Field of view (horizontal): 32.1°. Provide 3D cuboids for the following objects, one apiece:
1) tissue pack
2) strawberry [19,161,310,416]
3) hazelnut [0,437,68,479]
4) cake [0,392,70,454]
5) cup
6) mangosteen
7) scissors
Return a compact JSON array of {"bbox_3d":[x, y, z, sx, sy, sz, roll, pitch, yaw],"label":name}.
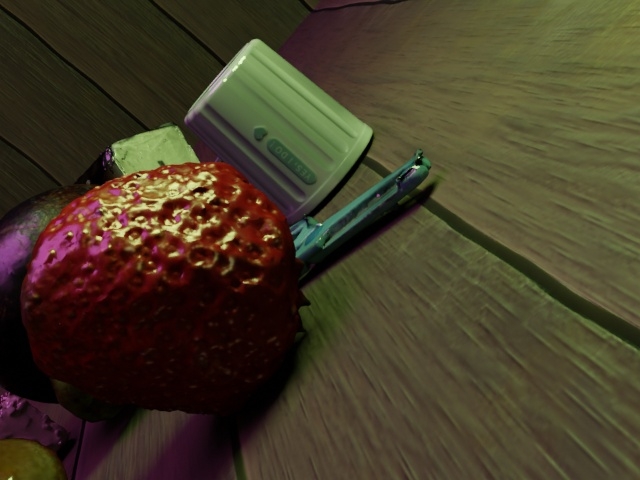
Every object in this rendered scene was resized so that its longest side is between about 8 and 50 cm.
[{"bbox_3d":[-0.352,-0.018,1.931,0.370,0.210,0.198,-38,-11,38],"label":"tissue pack"},{"bbox_3d":[-0.157,0.053,1.071,0.277,0.257,0.257,-7,-14,-34],"label":"strawberry"},{"bbox_3d":[-0.382,0.332,1.270,0.186,0.210,0.210,16,64,50],"label":"hazelnut"},{"bbox_3d":[-0.464,0.309,1.651,0.135,0.134,0.147,-58,9,-27],"label":"cake"},{"bbox_3d":[-0.074,-0.125,1.447,0.221,0.202,0.167,-52,11,-14],"label":"cup"},{"bbox_3d":[-0.324,0.084,1.510,0.330,0.330,0.330,-46,14,15],"label":"mangosteen"},{"bbox_3d":[0.000,0.000,1.227,0.393,0.032,0.180,-36,19,48],"label":"scissors"}]
